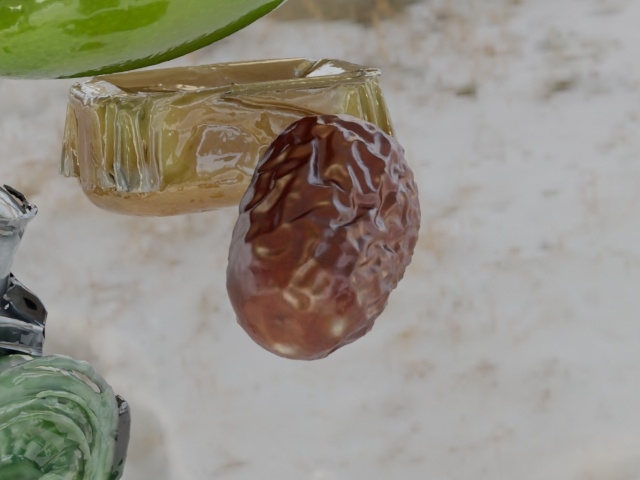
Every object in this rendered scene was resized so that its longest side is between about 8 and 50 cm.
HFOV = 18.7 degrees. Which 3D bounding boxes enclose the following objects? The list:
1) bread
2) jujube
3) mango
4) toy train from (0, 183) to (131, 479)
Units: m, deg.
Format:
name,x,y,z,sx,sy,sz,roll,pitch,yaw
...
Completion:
name,x,y,z,sx,sy,sz,roll,pitch,yaw
bread,-0.071,-0.079,1.491,0.241,0.107,0.136,-9,12,-27
jujube,0.000,0.000,1.173,0.112,0.109,0.176,33,40,-8
mango,-0.128,-0.192,1.282,0.192,0.156,0.343,-5,19,42
toy train,-0.223,0.106,0.672,0.173,0.307,0.249,32,12,36
